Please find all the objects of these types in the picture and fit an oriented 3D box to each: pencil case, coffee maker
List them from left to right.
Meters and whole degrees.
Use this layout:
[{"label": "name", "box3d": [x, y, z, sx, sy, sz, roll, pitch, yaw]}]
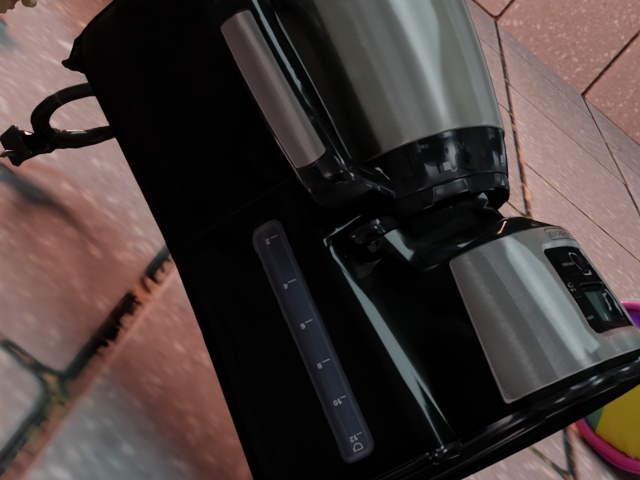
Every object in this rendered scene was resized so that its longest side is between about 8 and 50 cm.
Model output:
[{"label": "coffee maker", "box3d": [0.000, 0.000, 0.439, 0.120, 0.171, 0.178, -11, 73, -40]}, {"label": "pencil case", "box3d": [0.221, 0.080, 0.798, 0.104, 0.104, 0.236, 47, 18, 20]}]

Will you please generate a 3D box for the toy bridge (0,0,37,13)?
[{"label": "toy bridge", "box3d": [-0.196, -0.169, 0.616, 0.188, 0.026, 0.063, 44, 15, 8]}]
